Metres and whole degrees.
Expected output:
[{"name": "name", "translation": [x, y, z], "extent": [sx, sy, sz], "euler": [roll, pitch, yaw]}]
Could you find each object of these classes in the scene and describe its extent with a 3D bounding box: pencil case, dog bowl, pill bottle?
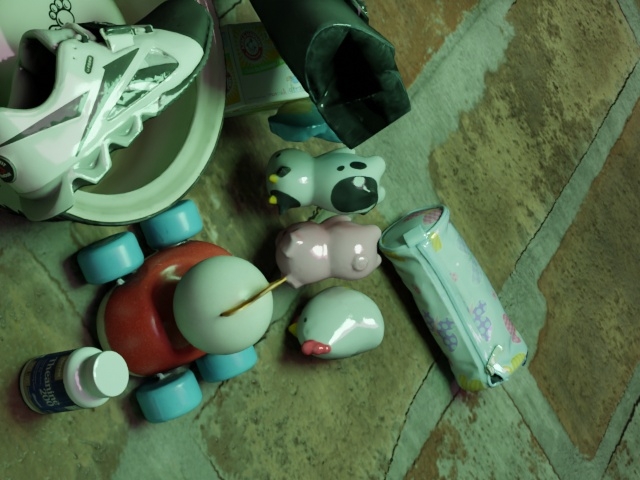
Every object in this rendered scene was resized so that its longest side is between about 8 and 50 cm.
[{"name": "pencil case", "translation": [0.187, 0.083, 2.285], "extent": [0.273, 0.113, 0.124], "euler": [60, 23, -18]}, {"name": "dog bowl", "translation": [-0.298, -0.205, 1.793], "extent": [0.408, 0.150, 0.408], "euler": [13, 72, -45]}, {"name": "pill bottle", "translation": [-0.267, 0.152, 1.764], "extent": [0.067, 0.120, 0.067], "euler": [15, 70, -45]}]

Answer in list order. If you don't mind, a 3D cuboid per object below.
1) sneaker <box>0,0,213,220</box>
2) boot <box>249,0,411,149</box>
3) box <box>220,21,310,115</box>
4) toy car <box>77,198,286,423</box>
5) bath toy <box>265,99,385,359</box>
[{"name": "sneaker", "translation": [-0.229, -0.179, 1.660], "extent": [0.146, 0.122, 0.330], "euler": [57, 45, -25]}, {"name": "boot", "translation": [-0.087, -0.348, 1.869], "extent": [0.367, 0.146, 0.445], "euler": [34, 24, -51]}, {"name": "box", "translation": [-0.077, -0.220, 2.066], "extent": [0.203, 0.114, 0.103], "euler": [-14, 91, -47]}, {"name": "toy car", "translation": [-0.118, 0.069, 1.860], "extent": [0.210, 0.238, 0.219], "euler": [-32, 105, -47]}, {"name": "bath toy", "translation": [0.000, 0.000, 2.052], "extent": [0.129, 0.151, 0.348], "euler": [-32, 126, -49]}]
